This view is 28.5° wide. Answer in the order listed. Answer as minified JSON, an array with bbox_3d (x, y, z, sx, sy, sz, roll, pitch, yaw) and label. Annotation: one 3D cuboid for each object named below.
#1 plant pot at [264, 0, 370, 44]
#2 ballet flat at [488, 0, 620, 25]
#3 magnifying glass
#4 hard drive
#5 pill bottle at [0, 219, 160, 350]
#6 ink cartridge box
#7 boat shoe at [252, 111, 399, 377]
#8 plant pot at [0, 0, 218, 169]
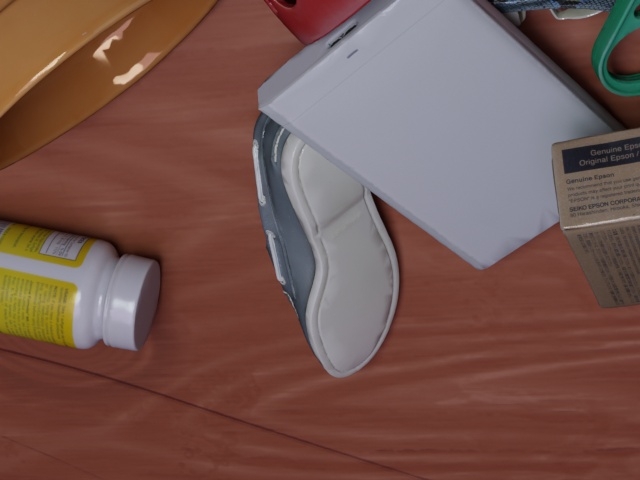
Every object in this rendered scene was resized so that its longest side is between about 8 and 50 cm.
[{"bbox_3d":[0.005,-0.284,1.025,0.191,0.191,0.174,-33,106,28],"label":"plant pot"},{"bbox_3d":[0.191,-0.217,1.105,0.188,0.070,0.070,0,122,16],"label":"ballet flat"},{"bbox_3d":[0.272,-0.204,1.058,0.092,0.026,0.231,-18,142,2],"label":"magnifying glass"},{"bbox_3d":[0.123,-0.104,1.142,0.203,0.040,0.307,-36,128,28],"label":"hard drive"},{"bbox_3d":[-0.284,0.049,1.340,0.208,0.119,0.119,11,124,5],"label":"pill bottle"},{"bbox_3d":[0.321,-0.022,1.114,0.193,0.088,0.235,-10,157,17],"label":"ink cartridge box"},{"bbox_3d":[0.000,0.000,1.282,0.099,0.116,0.320,34,146,44],"label":"boat shoe"},{"bbox_3d":[-0.253,-0.219,1.084,0.291,0.291,0.203,-38,92,29],"label":"plant pot"}]
